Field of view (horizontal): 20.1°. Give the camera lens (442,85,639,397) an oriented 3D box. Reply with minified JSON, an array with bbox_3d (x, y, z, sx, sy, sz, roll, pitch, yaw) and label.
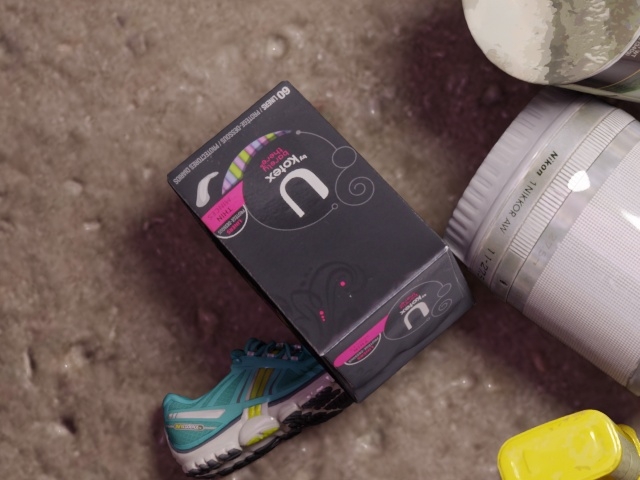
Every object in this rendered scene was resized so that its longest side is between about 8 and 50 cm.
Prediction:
[{"bbox_3d":[0.286,0.002,1.740,0.274,0.219,0.219,36,96,13],"label":"camera lens"}]

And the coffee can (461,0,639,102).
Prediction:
[{"bbox_3d":[0.288,-0.231,1.692,0.201,0.275,0.202,-1,88,37],"label":"coffee can"}]

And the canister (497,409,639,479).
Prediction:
[{"bbox_3d":[0.247,0.219,1.761,0.126,0.170,0.073,-22,72,11],"label":"canister"}]

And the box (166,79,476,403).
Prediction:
[{"bbox_3d":[0.000,0.000,1.797,0.165,0.143,0.270,-41,61,-5],"label":"box"}]

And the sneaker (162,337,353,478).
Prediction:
[{"bbox_3d":[-0.047,0.147,1.880,0.275,0.107,0.110,-29,72,11],"label":"sneaker"}]
